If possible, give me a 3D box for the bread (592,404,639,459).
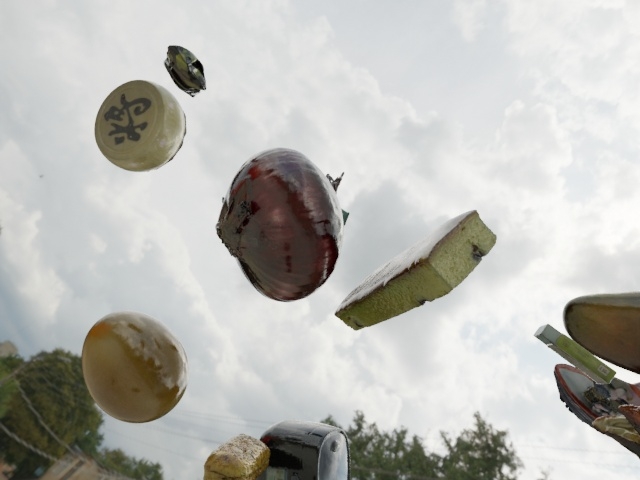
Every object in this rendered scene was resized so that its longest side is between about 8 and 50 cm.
[{"bbox_3d":[0.543,0.334,0.704,0.269,0.095,0.139,45,-23,21],"label":"bread"}]

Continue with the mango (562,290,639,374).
[{"bbox_3d":[0.494,0.137,0.706,0.268,0.111,0.133,17,-56,22],"label":"mango"}]

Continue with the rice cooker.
[{"bbox_3d":[-0.054,0.626,1.344,0.225,0.267,0.267,-7,-61,25],"label":"rice cooker"}]

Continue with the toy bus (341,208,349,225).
[{"bbox_3d":[0.000,0.000,1.643,0.109,0.261,0.091,35,-3,-5],"label":"toy bus"}]

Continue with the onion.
[{"bbox_3d":[-0.042,-0.034,0.866,0.273,0.285,0.273,34,-47,47],"label":"onion"}]

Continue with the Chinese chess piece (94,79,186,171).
[{"bbox_3d":[-0.502,-0.317,1.362,0.257,0.257,0.104,27,-1,22],"label":"Chinese chess piece"}]

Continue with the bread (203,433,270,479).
[{"bbox_3d":[-0.194,0.527,1.164,0.114,0.083,0.211,18,-4,11],"label":"bread"}]

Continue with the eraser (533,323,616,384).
[{"bbox_3d":[0.282,0.126,0.547,0.083,0.019,0.038,39,-3,16],"label":"eraser"}]

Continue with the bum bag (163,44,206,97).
[{"bbox_3d":[-0.288,-0.356,1.037,0.106,0.060,0.232,51,-5,-23],"label":"bum bag"}]

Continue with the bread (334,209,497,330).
[{"bbox_3d":[0.149,0.071,0.869,0.077,0.138,0.361,48,-28,2],"label":"bread"}]

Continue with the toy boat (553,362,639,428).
[{"bbox_3d":[0.575,0.301,0.879,0.219,0.072,0.318,47,-23,-6],"label":"toy boat"}]

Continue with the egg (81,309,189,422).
[{"bbox_3d":[-0.491,0.325,1.295,0.322,0.250,0.250,44,-37,28],"label":"egg"}]

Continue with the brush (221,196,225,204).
[{"bbox_3d":[-0.219,-0.043,1.284,0.043,0.032,0.193,109,-37,-49],"label":"brush"}]
